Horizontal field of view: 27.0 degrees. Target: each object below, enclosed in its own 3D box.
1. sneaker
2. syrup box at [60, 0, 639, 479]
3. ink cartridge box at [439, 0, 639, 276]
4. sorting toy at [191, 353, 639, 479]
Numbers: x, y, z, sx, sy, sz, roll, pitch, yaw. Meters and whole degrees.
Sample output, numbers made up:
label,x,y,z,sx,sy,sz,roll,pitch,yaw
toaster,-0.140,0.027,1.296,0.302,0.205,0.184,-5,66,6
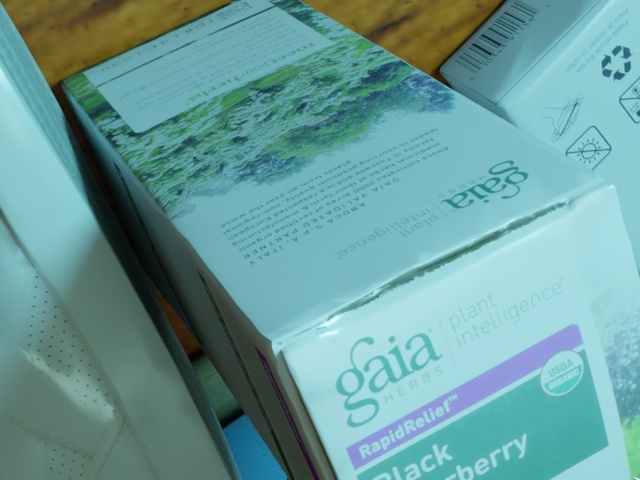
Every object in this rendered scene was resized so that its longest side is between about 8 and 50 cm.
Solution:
label,x,y,z,sx,sy,sz,roll,pitch,yaw
sneaker,-0.153,0.012,0.442,0.169,0.108,0.292,-24,111,-2
syrup box,0.000,0.000,0.425,0.093,0.237,0.096,-27,121,-11
ink cartridge box,0.214,-0.021,0.612,0.165,0.065,0.333,-45,121,0
sorting toy,0.074,0.147,0.538,0.229,0.041,0.307,-34,85,-10
